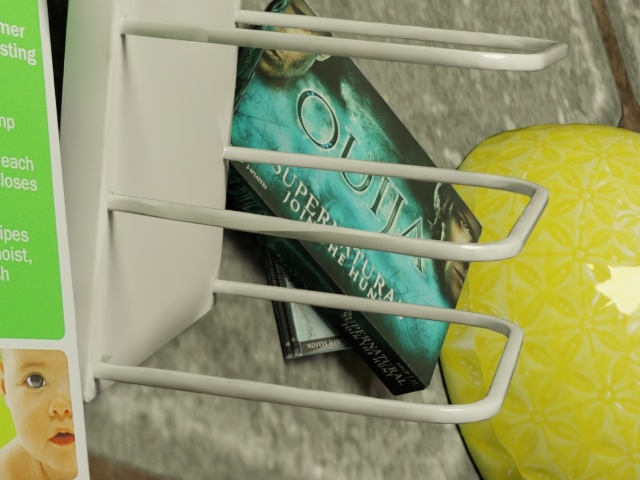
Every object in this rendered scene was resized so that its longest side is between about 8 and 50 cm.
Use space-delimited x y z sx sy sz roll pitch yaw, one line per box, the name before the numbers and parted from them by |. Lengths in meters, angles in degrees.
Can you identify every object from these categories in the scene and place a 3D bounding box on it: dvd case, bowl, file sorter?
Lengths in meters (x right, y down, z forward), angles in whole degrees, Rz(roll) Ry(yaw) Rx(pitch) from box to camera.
dvd case | 0.000 0.000 0.863 0.087 0.013 0.119 -3 81 -52
bowl | 0.214 0.051 0.998 0.289 0.156 0.289 21 62 -46
file sorter | 0.009 -0.081 0.649 0.193 0.173 0.277 -38 134 -75

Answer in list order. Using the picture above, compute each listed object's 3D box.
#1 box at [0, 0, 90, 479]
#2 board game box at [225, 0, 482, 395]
box | -0.217 -0.021 0.509 0.262 0.127 0.231 7 73 -49
board game box | 0.014 -0.025 0.856 0.186 0.026 0.126 49 44 -28
